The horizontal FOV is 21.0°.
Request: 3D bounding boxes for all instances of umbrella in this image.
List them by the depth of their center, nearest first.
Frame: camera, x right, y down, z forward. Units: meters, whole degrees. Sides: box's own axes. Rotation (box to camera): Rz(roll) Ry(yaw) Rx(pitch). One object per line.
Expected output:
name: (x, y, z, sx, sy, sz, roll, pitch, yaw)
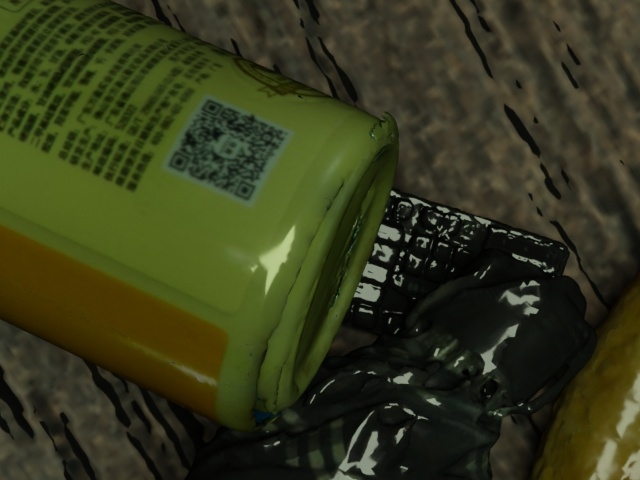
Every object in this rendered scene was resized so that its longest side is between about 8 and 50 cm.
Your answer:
umbrella: (-0.048, 0.120, 0.624, 0.154, 0.128, 0.337, 38, 82, -22)

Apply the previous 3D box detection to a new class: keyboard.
keyboard: (0.000, 0.000, 0.674, 0.195, 0.018, 0.060, 17, 92, -7)

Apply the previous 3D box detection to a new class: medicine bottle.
medicine bottle: (-0.100, -0.031, 0.585, 0.238, 0.124, 0.124, 23, 89, 11)

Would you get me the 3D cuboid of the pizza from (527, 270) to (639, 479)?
pizza: (0.152, 0.112, 0.648, 0.268, 0.087, 0.258, -27, 72, 19)
